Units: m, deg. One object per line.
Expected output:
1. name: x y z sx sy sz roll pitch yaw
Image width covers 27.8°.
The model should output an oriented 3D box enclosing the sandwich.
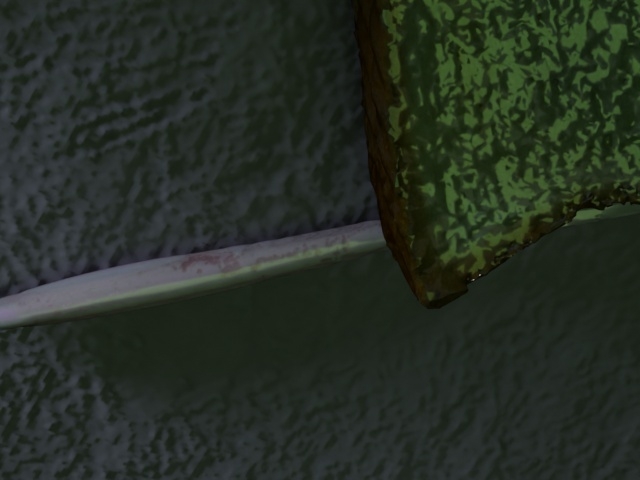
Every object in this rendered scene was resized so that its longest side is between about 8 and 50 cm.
1. sandwich: 0.122 -0.081 0.507 0.214 0.065 0.186 -8 106 -5

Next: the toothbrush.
1. toothbrush: 0.000 0.000 0.559 0.307 0.025 0.030 -11 107 -4
